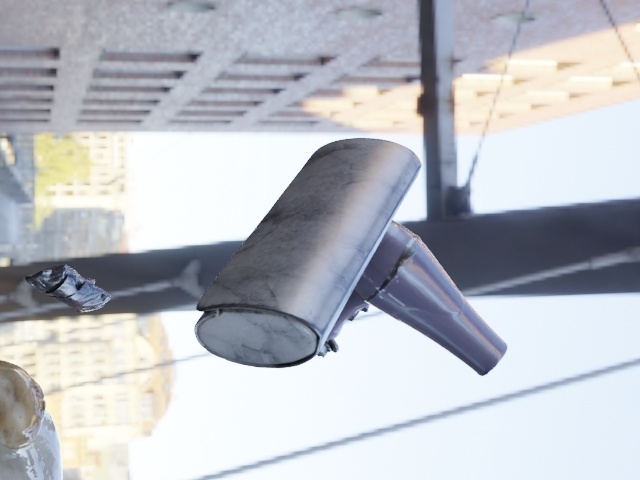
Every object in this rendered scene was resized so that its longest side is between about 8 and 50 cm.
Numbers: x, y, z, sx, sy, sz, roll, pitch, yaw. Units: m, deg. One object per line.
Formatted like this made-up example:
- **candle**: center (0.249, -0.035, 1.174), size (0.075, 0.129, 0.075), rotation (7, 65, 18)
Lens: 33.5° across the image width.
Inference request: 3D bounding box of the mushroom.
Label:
- **mushroom**: center (-0.286, 0.199, 0.988), size (0.212, 0.088, 0.097), rotation (102, -22, -45)

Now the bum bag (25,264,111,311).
- **bum bag**: center (-0.314, 0.062, 1.340), size (0.124, 0.058, 0.034), rotation (39, 33, -57)

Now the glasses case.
- **glasses case**: center (0.000, 0.000, 0.943), size (0.299, 0.114, 0.060), rotation (-58, 144, -53)

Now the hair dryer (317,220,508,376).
- **hair dryer**: center (0.088, 0.118, 1.629), size (0.121, 0.301, 0.361), rotation (-52, -173, -33)
